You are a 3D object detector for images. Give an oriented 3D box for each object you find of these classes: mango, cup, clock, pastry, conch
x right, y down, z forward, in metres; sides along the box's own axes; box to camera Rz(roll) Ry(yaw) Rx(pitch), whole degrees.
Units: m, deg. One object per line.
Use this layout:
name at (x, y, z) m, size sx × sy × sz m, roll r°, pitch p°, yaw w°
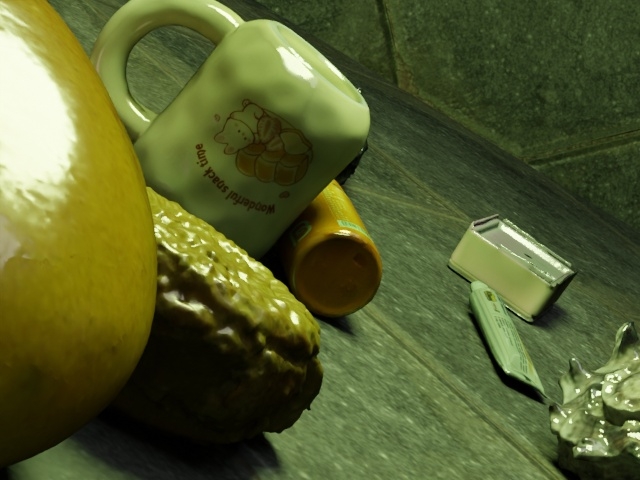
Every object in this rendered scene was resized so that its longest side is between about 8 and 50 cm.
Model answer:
mango at (-0.245, -0.035, 0.918) m, size 0.300 × 0.232 × 0.445 m, roll 25°, pitch 22°, yaw -35°
cup at (-0.093, -0.128, 1.545) m, size 0.255 × 0.202 × 0.173 m, roll 47°, pitch 12°, yaw 19°
clock at (0.265, 0.035, 2.134) m, size 0.147 × 0.071 × 0.192 m, roll 35°, pitch 14°, yaw 11°
pastry at (-0.101, 0.048, 1.135) m, size 0.235 × 0.132 × 0.240 m, roll 24°, pitch 16°, yaw -29°
conch at (0.353, 0.207, 1.531) m, size 0.241 × 0.186 × 0.313 m, roll -8°, pitch 53°, yaw -33°

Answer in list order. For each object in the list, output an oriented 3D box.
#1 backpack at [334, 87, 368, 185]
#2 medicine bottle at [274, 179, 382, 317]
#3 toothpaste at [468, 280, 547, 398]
backpack at (-0.024, -0.163, 2.102) m, size 0.206 × 0.133 × 0.258 m, roll 23°, pitch 23°, yaw -23°
medicine bottle at (0.000, 0.000, 1.609) m, size 0.096 × 0.096 × 0.192 m, roll 27°, pitch 15°, yaw -20°
toothpaste at (0.212, 0.109, 1.828) m, size 0.067 × 0.037 × 0.255 m, roll 34°, pitch 15°, yaw -20°
